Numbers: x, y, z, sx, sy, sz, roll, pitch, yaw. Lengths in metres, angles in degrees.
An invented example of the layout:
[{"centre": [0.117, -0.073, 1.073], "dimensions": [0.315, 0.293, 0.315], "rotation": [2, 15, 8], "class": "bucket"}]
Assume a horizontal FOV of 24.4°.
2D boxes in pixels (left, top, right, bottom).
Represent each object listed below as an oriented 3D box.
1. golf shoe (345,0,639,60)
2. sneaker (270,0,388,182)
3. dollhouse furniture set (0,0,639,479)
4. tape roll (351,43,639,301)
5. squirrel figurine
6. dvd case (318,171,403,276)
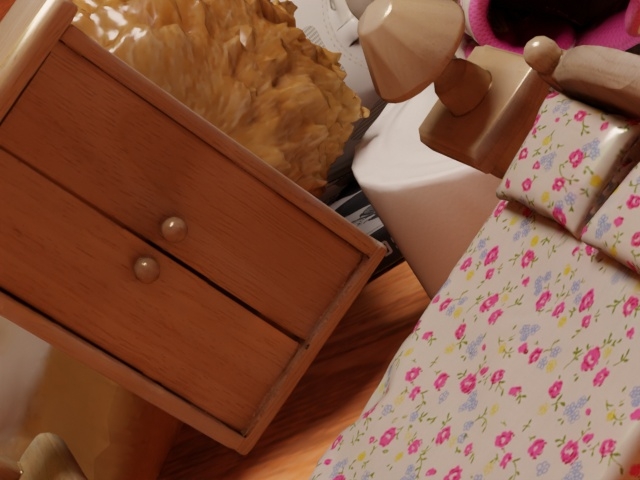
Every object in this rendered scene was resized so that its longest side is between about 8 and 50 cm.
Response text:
[{"centre": [0.078, -0.128, 0.643], "dimensions": [0.140, 0.115, 0.306], "rotation": [-44, 17, -25], "class": "golf shoe"}, {"centre": [0.074, -0.198, 0.855], "dimensions": [0.447, 0.169, 0.257], "rotation": [-44, 2, 7], "class": "sneaker"}, {"centre": [-0.023, 0.050, 0.436], "dimensions": [0.303, 0.174, 0.355], "rotation": [-55, 27, 0], "class": "dollhouse furniture set"}, {"centre": [0.157, -0.066, 0.689], "dimensions": [0.286, 0.100, 0.286], "rotation": [-31, 15, 9], "class": "tape roll"}, {"centre": [-0.154, -0.009, 0.824], "dimensions": [0.397, 0.281, 0.370], "rotation": [-43, 5, -2], "class": "squirrel figurine"}, {"centre": [0.000, 0.000, 0.943], "dimensions": [0.239, 0.029, 0.179], "rotation": [-32, 15, 5], "class": "dvd case"}]
